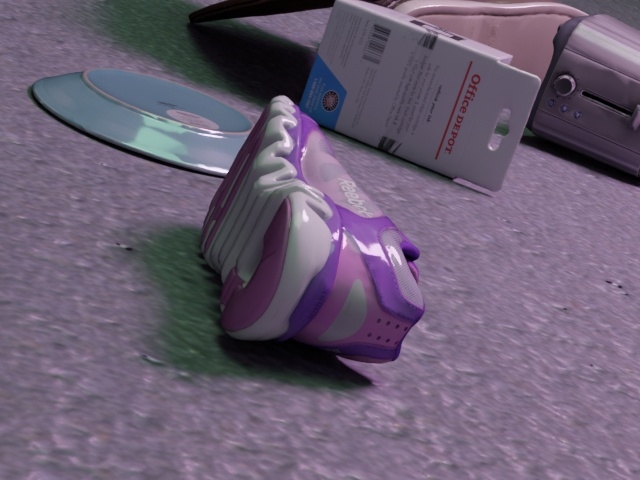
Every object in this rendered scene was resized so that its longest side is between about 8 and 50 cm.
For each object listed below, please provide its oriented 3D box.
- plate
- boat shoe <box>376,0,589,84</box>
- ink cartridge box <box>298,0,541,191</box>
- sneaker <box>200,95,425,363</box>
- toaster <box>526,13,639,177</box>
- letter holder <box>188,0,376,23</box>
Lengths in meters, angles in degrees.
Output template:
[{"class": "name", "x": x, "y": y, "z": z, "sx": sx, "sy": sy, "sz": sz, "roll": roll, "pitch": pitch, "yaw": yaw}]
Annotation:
[{"class": "plate", "x": -0.109, "y": -0.089, "z": 1.252, "sx": 0.188, "sy": 0.024, "sz": 0.188, "roll": 18, "pitch": 14, "yaw": -5}, {"class": "boat shoe", "x": 0.174, "y": -0.209, "z": 1.854, "sx": 0.324, "sy": 0.117, "sz": 0.096, "roll": 1, "pitch": 26, "yaw": -35}, {"class": "ink cartridge box", "x": 0.085, "y": -0.119, "z": 1.440, "sx": 0.180, "sy": 0.104, "sz": 0.060, "roll": 23, "pitch": 14, "yaw": 12}, {"class": "sneaker", "x": 0.000, "y": 0.000, "z": 0.966, "sx": 0.104, "sy": 0.095, "sz": 0.236, "roll": 22, "pitch": 19, "yaw": -16}, {"class": "toaster", "x": 0.299, "y": -0.138, "z": 1.731, "sx": 0.146, "sy": 0.129, "sz": 0.227, "roll": 28, "pitch": 15, "yaw": 16}, {"class": "letter holder", "x": -0.004, "y": -0.284, "z": 1.577, "sx": 0.214, "sy": 0.152, "sz": 0.302, "roll": -11, "pitch": 6, "yaw": -18}]
